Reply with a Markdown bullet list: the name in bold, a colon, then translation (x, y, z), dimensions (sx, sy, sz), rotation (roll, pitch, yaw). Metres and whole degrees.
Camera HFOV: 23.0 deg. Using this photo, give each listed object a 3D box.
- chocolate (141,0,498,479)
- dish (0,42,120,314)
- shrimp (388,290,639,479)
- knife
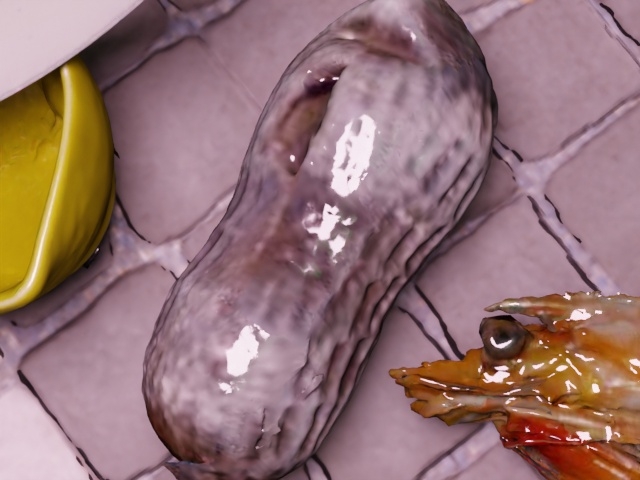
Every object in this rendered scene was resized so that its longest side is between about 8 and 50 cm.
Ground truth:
- **chocolate**: translation (0.000, 0.000, 0.718), dimensions (0.110, 0.110, 0.248), rotation (32, 84, 5)
- **dish**: translation (-0.152, -0.033, 0.722), dimensions (0.149, 0.080, 0.207), rotation (-42, 53, 12)
- **shrimp**: translation (0.174, 0.095, 0.724), dimensions (0.294, 0.062, 0.154), rotation (12, 86, 0)
- **knife**: translation (-0.181, -0.083, 0.689), dimensions (0.336, 0.043, 0.081), rotation (-18, 68, 24)
